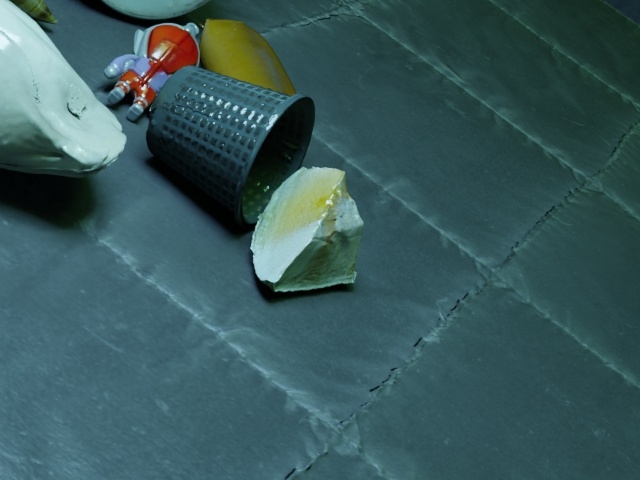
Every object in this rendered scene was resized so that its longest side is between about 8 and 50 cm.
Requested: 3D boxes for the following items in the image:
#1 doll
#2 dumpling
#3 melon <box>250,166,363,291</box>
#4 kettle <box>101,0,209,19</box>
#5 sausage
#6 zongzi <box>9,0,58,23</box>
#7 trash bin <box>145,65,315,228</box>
[{"bbox_3d":[-0.207,-0.230,1.758,0.102,0.075,0.227,41,37,-12],"label":"doll"},{"bbox_3d":[-0.370,-0.193,1.456,0.341,0.181,0.260,7,22,0],"label":"dumpling"},{"bbox_3d":[0.000,0.004,1.584,0.139,0.093,0.202,47,42,-26],"label":"melon"},{"bbox_3d":[-0.307,-0.494,1.941,0.319,0.247,0.342,-13,38,-18],"label":"kettle"},{"bbox_3d":[-0.103,-0.220,1.819,0.112,0.112,0.328,13,32,-29],"label":"sausage"},{"bbox_3d":[-0.438,-0.363,1.752,0.184,0.084,0.187,26,22,-40],"label":"zongzi"},{"bbox_3d":[-0.116,-0.124,1.615,0.161,0.175,0.175,26,27,17],"label":"trash bin"}]
